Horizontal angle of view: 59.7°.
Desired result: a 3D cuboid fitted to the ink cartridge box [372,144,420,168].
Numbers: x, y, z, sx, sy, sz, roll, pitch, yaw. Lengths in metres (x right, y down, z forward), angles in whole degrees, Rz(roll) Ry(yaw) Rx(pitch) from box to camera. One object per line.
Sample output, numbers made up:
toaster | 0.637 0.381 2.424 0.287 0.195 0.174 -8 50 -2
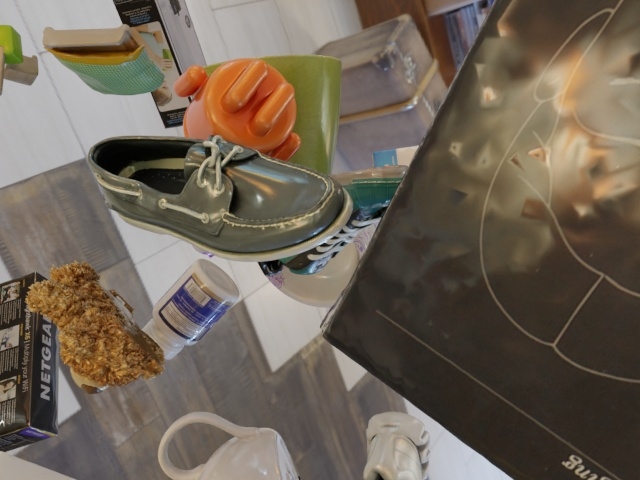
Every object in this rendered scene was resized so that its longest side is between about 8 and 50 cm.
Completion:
ink cartridge box | 0.199 -0.110 1.022 0.139 0.191 0.082 62 25 -64

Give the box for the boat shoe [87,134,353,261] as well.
boat shoe | -0.122 -0.058 0.599 0.116 0.320 0.099 -63 147 -29

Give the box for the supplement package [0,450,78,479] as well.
supplement package | -0.194 0.343 0.461 0.175 0.293 0.177 -81 -165 -69

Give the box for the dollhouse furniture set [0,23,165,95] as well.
dollhouse furniture set | -0.190 -0.102 0.384 0.076 0.152 0.058 84 6 -79

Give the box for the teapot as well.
teapot | -0.122 0.413 0.830 0.252 0.187 0.256 75 -5 -48

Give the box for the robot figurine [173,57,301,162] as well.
robot figurine | -0.113 -0.164 0.766 0.158 0.219 0.128 -2 85 -27

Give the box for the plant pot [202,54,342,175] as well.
plant pot | -0.084 -0.164 1.027 0.275 0.275 0.293 -16 103 -46

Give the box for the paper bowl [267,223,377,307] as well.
paper bowl | 0.000 0.000 1.273 0.148 0.285 0.284 -49 123 -51

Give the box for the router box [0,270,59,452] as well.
router box | -0.614 0.236 1.029 0.081 0.243 0.308 65 8 -58

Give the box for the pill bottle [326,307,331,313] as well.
pill bottle | 0.125 0.225 1.734 0.194 0.108 0.108 28 66 -18

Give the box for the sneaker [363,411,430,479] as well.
sneaker | 0.114 0.389 0.772 0.118 0.110 0.291 -49 126 -64

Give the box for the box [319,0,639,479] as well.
box | 0.335 -0.015 0.398 0.297 0.480 0.471 -16 137 -60

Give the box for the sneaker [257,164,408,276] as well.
sneaker | 0.008 -0.020 0.758 0.108 0.302 0.120 -14 90 -42

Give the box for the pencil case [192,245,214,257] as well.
pencil case | -0.251 -0.031 1.409 0.086 0.206 0.088 -23 80 -45

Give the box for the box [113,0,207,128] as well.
box | -0.323 -0.409 1.195 0.169 0.087 0.289 -82 161 -55

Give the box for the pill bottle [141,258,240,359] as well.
pill bottle | -0.257 0.137 1.082 0.186 0.112 0.112 -46 130 9

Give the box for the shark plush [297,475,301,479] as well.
shark plush | -0.073 0.609 1.334 0.067 0.073 0.161 -10 137 -25

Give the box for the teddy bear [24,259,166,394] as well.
teddy bear | -0.371 0.147 0.923 0.113 0.338 0.245 -43 139 -10
